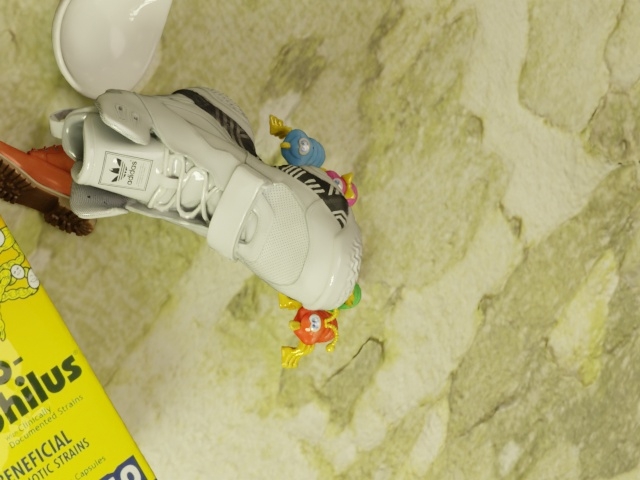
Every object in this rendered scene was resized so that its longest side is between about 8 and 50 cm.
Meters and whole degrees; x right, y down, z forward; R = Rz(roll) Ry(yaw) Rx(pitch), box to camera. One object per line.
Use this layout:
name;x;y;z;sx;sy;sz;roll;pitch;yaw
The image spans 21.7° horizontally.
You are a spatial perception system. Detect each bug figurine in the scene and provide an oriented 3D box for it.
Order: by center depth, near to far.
bug figurine;0.000;0.000;1.862;0.216;0.072;0.279;4;82;-74

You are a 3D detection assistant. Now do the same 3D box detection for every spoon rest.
spoon rest;-0.205;-0.280;1.813;0.137;0.084;0.276;41;63;-43

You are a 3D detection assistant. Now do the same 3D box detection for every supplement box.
supplement box;-0.345;0.156;1.629;0.194;0.195;0.356;-36;103;-29

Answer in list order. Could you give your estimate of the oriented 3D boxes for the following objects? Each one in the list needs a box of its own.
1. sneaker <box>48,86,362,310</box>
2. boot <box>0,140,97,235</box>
sneaker;-0.126;-0.043;1.701;0.210;0.366;0.137;-1;123;-39
boot;-0.299;-0.077;1.768;0.158;0.059;0.085;32;56;-24
